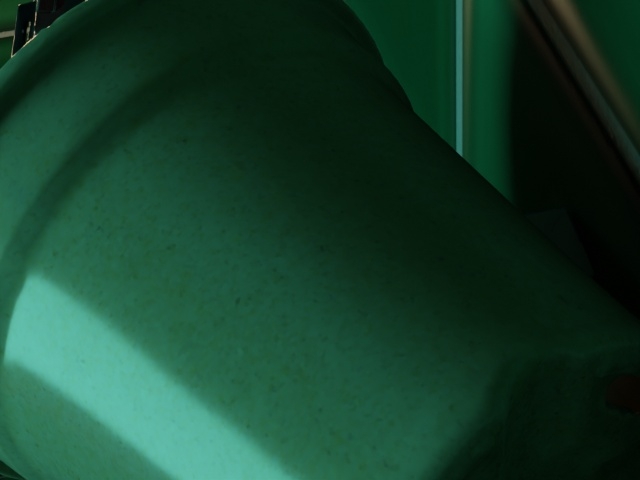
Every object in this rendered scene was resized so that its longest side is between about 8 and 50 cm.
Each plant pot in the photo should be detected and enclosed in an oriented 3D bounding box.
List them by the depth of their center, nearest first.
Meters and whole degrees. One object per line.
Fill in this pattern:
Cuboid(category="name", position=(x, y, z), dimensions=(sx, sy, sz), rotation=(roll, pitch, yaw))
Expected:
Cuboid(category="plant pot", position=(0.004, 0.066, 0.810), dimensions=(0.305, 0.333, 0.334), rotation=(37, 145, 39))

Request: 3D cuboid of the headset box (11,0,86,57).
Cuboid(category="headset box", position=(-0.184, -0.226, 1.709), dimensions=(0.110, 0.293, 0.218), rotation=(93, 177, -61))

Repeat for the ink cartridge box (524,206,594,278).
Cuboid(category="ink cartridge box", position=(0.130, 0.025, 0.910), dimensions=(0.083, 0.028, 0.048), rotation=(92, 164, -57))
